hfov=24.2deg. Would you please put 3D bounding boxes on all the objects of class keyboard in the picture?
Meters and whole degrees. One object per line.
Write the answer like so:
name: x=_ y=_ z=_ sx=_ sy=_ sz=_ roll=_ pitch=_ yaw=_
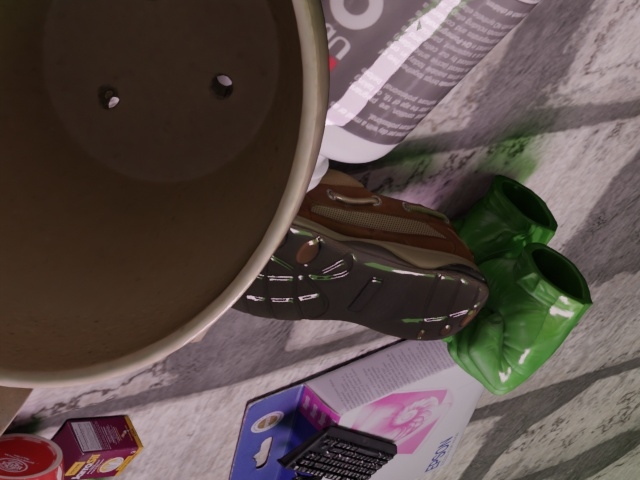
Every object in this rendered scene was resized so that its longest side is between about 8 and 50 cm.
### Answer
keyboard: x=0.015 y=0.269 z=1.789 sx=0.108 sy=0.023 sz=0.180 roll=-37 pitch=150 yaw=16

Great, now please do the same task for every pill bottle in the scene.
pill bottle: x=0.031 y=-0.167 z=1.039 sx=0.318 sy=0.176 sz=0.176 roll=-45 pitch=150 yaw=24

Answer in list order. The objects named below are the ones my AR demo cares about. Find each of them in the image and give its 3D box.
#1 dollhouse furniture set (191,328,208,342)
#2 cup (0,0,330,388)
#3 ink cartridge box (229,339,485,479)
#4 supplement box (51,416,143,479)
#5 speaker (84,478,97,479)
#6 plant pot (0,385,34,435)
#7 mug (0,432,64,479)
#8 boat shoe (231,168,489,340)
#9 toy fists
dollhouse furniture set: x=-0.209 y=0.019 z=1.146 sx=0.259 sy=0.135 sz=0.262 roll=-6 pitch=143 yaw=-41
cup: x=-0.131 y=-0.104 z=0.882 sx=0.331 sy=0.331 sz=0.237 roll=-41 pitch=177 yaw=19
ink cartridge box: x=0.049 y=0.247 z=1.879 sx=0.330 sy=0.071 sz=0.324 roll=-21 pitch=152 yaw=-23
supplement box: x=-0.235 y=0.216 z=1.555 sx=0.083 sy=0.043 sz=0.055 roll=2 pitch=139 yaw=-47
speaker: x=-0.336 y=0.386 z=1.643 sx=0.296 sy=0.131 sz=0.131 roll=-43 pitch=151 yaw=21
plant pot: x=-0.353 y=0.075 z=0.890 sx=0.256 sy=0.274 sz=0.256 roll=-42 pitch=-170 yaw=10
mug: x=-0.318 y=0.285 z=1.466 sx=0.150 sy=0.113 sz=0.169 roll=1 pitch=112 yaw=-12
boat shoe: x=0.000 y=0.000 z=1.349 sx=0.324 sy=0.120 sz=0.122 roll=17 pitch=133 yaw=-29
toy fists: x=0.173 y=0.045 z=1.487 sx=0.096 sy=0.279 sz=0.142 roll=25 pitch=112 yaw=-18
